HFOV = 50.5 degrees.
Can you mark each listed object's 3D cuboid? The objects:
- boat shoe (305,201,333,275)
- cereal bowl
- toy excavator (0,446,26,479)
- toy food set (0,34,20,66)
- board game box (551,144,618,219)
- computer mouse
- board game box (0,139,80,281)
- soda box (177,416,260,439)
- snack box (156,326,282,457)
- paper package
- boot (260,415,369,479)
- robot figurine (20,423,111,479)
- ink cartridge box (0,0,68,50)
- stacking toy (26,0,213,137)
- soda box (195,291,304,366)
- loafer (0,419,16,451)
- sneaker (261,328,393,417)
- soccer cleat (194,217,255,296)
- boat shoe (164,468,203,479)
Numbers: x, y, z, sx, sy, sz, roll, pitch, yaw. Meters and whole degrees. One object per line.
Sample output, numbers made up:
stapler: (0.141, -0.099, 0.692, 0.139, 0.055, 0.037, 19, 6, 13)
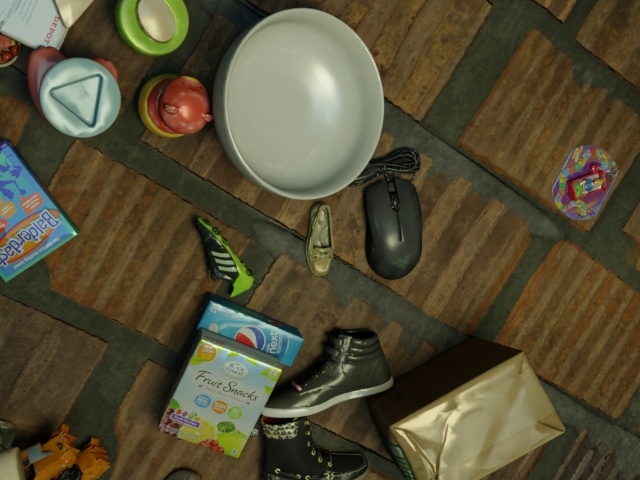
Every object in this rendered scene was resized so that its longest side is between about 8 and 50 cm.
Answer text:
boat shoe: (0.002, -0.001, 1.390, 0.056, 0.048, 0.153, 3, 99, -13)
cereal bowl: (-0.054, -0.247, 1.262, 0.338, 0.141, 0.339, -4, 97, -33)
toy excavator: (-0.512, 0.590, 1.219, 0.222, 0.433, 0.445, -18, 84, -18)
toy food set: (-0.580, -0.351, 1.210, 0.083, 0.020, 0.083, -19, 103, -8)
board game box: (0.597, -0.128, 1.511, 0.133, 0.033, 0.169, 26, 93, -16)
computer mouse: (0.144, -0.043, 1.403, 0.188, 0.072, 0.272, -13, 102, -11)
board game box: (-0.576, -0.054, 1.250, 0.160, 0.047, 0.210, -35, 106, -5)
soda box: (-0.212, 0.372, 1.405, 0.168, 0.053, 0.060, 2, 99, -14)
snack box: (-0.198, 0.298, 1.324, 0.174, 0.070, 0.207, 23, 98, -16)
paper package: (0.269, 0.343, 1.361, 0.309, 0.325, 0.168, -28, 90, -6)
boot: (-0.014, 0.440, 1.437, 0.236, 0.085, 0.179, -6, 109, -8)
robot figurine: (-0.566, 0.478, 1.301, 0.291, 0.085, 0.211, -33, 144, -2)
ink cartridge box: (-0.523, -0.418, 1.159, 0.190, 0.082, 0.140, 24, 91, -29)
stacking toy: (-0.332, -0.309, 1.167, 0.308, 0.130, 0.280, -5, 107, -30)
soda box: (-0.144, 0.180, 1.377, 0.210, 0.071, 0.067, 24, 94, -16)
loafer: (-0.716, 0.348, 1.284, 0.267, 0.084, 0.096, 26, 130, -13)
sneaker: (0.004, 0.267, 1.415, 0.295, 0.104, 0.147, -13, 101, -16)
soccer cleat: (-0.203, 0.036, 1.346, 0.072, 0.060, 0.179, -36, 108, -3)
boat shoe: (-0.301, 0.636, 1.414, 0.116, 0.123, 0.325, 19, 86, -49)
